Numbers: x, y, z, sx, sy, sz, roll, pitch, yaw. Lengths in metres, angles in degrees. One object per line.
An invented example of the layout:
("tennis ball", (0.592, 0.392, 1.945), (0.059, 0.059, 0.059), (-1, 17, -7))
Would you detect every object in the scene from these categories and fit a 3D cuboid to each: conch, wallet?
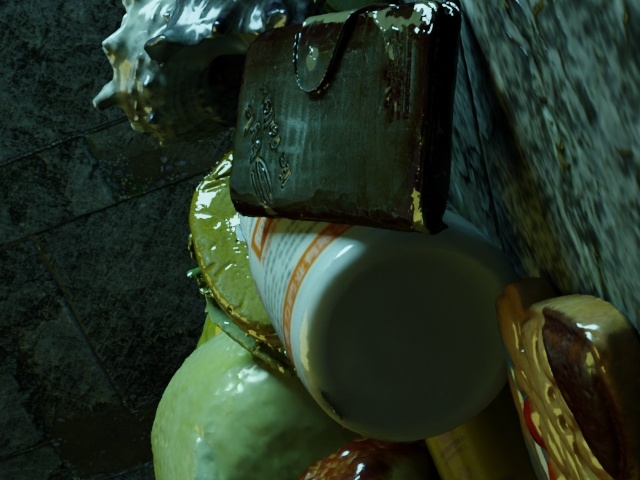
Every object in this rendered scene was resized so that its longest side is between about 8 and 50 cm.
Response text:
("conch", (-0.096, -0.186, 1.067), (0.186, 0.240, 0.313), (57, 167, -8))
("wallet", (0.005, -0.069, 0.685), (0.232, 0.031, 0.122), (8, 94, 64))

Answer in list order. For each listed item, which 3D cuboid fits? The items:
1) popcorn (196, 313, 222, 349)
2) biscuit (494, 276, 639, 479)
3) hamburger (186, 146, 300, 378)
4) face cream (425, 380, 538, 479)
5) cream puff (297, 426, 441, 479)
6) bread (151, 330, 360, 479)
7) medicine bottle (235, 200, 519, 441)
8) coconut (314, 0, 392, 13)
("popcorn", (0.000, 0.138, 1.404), (0.312, 0.312, 0.312), (160, 90, -88))
("biscuit", (0.130, 0.098, 0.613), (0.280, 0.043, 0.183), (67, 179, -68))
("hamburger", (0.000, 0.000, 1.008), (0.189, 0.215, 0.122), (37, 170, 21))
("face cream", (0.119, 0.155, 0.786), (0.078, 0.078, 0.273), (72, 177, -54))
("cream puff", (0.059, 0.295, 0.901), (0.350, 0.228, 0.350), (41, -137, -53))
("bread", (-0.002, 0.207, 1.147), (0.237, 0.320, 0.320), (50, 162, 60))
("medicine bottle", (0.027, 0.017, 0.799), (0.252, 0.144, 0.144), (-126, 16, -69))
("coconut", (0.018, -0.151, 0.803), (0.158, 0.055, 0.133), (87, 164, -79))
